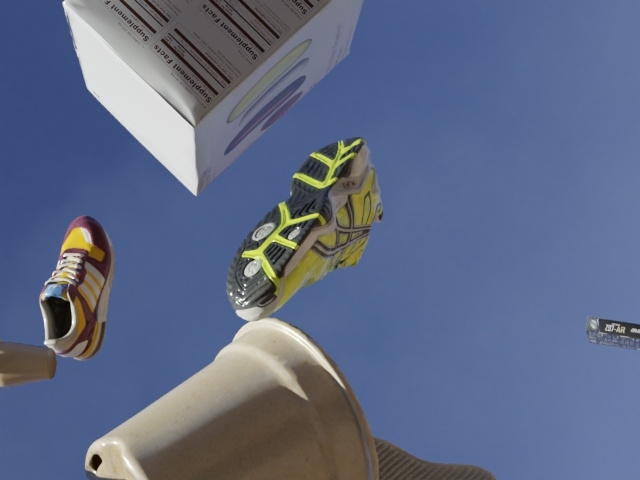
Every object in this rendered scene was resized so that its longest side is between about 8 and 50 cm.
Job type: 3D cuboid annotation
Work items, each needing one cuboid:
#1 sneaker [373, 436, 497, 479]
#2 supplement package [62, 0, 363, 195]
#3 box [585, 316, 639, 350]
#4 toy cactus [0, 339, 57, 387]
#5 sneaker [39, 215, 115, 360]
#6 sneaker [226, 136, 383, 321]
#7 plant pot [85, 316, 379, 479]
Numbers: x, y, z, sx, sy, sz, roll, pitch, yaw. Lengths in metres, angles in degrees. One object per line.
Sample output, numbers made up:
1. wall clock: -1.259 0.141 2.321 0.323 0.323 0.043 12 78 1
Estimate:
1. sneaker: 0.124 0.377 1.982 0.161 0.282 0.102 131 155 -76
2. supplement package: -0.084 -0.179 1.079 0.203 0.149 0.194 -44 -7 -13
3. box: 0.354 0.112 1.527 0.083 0.067 0.018 44 -124 -69
4. toy cactus: -0.378 0.128 1.390 0.219 0.180 0.112 68 -159 -67
5. sneaker: -0.304 0.052 1.574 0.084 0.069 0.186 33 -129 -62
6. sneaker: 0.000 0.000 1.881 0.147 0.145 0.385 60 -136 -23
7. plant pot: -0.140 0.316 1.760 0.305 0.333 0.334 -24 -58 -34
